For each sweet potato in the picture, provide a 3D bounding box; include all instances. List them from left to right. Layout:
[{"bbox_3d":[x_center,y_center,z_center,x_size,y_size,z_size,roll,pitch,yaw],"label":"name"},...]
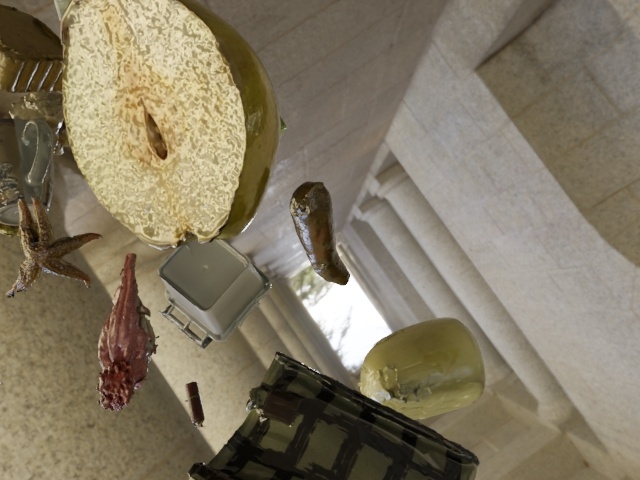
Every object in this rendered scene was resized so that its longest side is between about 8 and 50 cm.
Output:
[{"bbox_3d":[0.000,0.000,0.930,0.075,0.075,0.273,-34,141,-15],"label":"sweet potato"}]

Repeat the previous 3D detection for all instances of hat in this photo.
[{"bbox_3d":[-0.357,0.189,1.009,0.107,0.286,0.236,0,128,-12],"label":"hat"}]

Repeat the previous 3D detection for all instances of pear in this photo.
[{"bbox_3d":[-0.205,-0.190,0.818,0.341,0.386,0.191,-9,-170,30],"label":"pear"}]

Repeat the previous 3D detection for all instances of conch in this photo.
[{"bbox_3d":[-0.966,-0.447,1.927,0.263,0.186,0.324,-38,180,-29],"label":"conch"}]

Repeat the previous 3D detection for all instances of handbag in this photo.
[{"bbox_3d":[0.002,0.336,0.675,0.325,0.327,0.162,-45,161,-52],"label":"handbag"}]

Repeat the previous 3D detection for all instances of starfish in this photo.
[{"bbox_3d":[-0.341,0.027,0.663,0.130,0.133,0.041,-51,-155,-4],"label":"starfish"}]

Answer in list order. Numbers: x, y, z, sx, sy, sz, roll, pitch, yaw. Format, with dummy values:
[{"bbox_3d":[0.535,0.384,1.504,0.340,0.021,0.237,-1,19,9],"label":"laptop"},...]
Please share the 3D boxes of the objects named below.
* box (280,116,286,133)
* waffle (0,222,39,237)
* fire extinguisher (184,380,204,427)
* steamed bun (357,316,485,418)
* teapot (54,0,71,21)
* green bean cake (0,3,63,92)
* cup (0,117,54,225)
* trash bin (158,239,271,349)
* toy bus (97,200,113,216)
[{"bbox_3d":[-0.233,-0.489,1.835,0.047,0.335,0.187,-32,180,-15],"label":"box"},{"bbox_3d":[-1.025,-0.056,1.766,0.291,0.291,0.051,12,95,-84],"label":"waffle"},{"bbox_3d":[-0.346,0.457,1.484,0.039,0.132,0.056,11,139,-44],"label":"fire extinguisher"},{"bbox_3d":[0.183,0.242,1.023,0.232,0.166,0.273,-12,153,2],"label":"steamed bun"},{"bbox_3d":[-0.727,-0.667,1.577,0.077,0.107,0.200,-9,140,-14],"label":"teapot"},{"bbox_3d":[-0.732,-0.453,1.280,0.131,0.224,0.230,-52,171,24],"label":"green bean cake"},{"bbox_3d":[-0.842,-0.201,1.526,0.301,0.257,0.227,-32,162,28],"label":"cup"},{"bbox_3d":[-0.313,0.128,1.499,0.296,0.256,0.367,-48,173,-14],"label":"trash bin"},{"bbox_3d":[-0.616,-0.121,1.766,0.126,0.209,0.136,-2,-124,52],"label":"toy bus"}]
